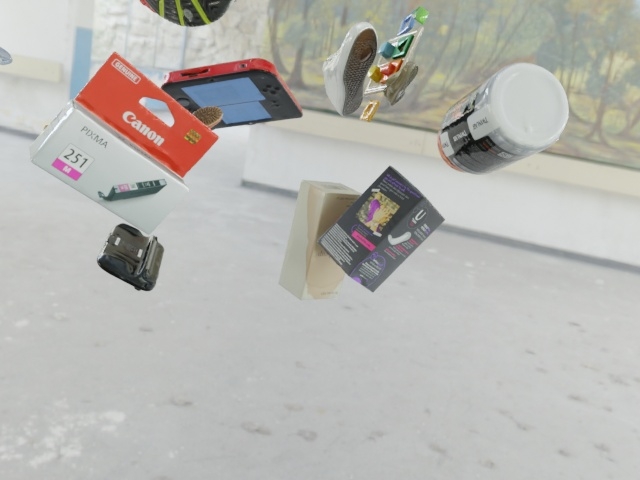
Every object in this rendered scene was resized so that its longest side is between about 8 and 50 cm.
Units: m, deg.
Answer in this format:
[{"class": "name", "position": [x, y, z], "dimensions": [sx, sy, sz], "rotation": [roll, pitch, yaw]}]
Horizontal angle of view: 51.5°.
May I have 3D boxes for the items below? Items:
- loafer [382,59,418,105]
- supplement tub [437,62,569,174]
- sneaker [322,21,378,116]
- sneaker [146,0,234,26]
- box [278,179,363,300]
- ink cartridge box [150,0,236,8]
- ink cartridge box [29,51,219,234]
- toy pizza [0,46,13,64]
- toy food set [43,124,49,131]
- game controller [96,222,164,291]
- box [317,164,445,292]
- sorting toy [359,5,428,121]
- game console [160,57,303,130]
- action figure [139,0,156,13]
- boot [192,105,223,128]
[{"class": "loafer", "position": [0.179, -0.368, 1.536], "dimensions": [0.050, 0.148, 0.056], "rotation": [42, 61, 6]}, {"class": "supplement tub", "position": [0.424, -0.279, 1.613], "dimensions": [0.207, 0.207, 0.338], "rotation": [6, -9, -13]}, {"class": "sneaker", "position": [0.052, -0.429, 1.599], "dimensions": [0.105, 0.290, 0.123], "rotation": [-30, 70, -22]}, {"class": "sneaker", "position": [-0.151, -0.469, 1.100], "dimensions": [0.384, 0.145, 0.147], "rotation": [-4, 42, 35]}, {"class": "box", "position": [0.000, 0.000, 1.832], "dimensions": [0.147, 0.311, 0.121], "rotation": [-1, 21, -38]}, {"class": "ink cartridge box", "position": [-0.325, -0.633, 1.513], "dimensions": [0.223, 0.045, 0.224], "rotation": [-19, 71, -33]}, {"class": "ink cartridge box", "position": [-0.353, -0.172, 1.246], "dimensions": [0.275, 0.239, 0.060], "rotation": [38, 10, -40]}, {"class": "toy pizza", "position": [-0.878, -0.476, 1.657], "dimensions": [0.201, 0.032, 0.201], "rotation": [23, 20, -9]}, {"class": "toy food set", "position": [-0.708, -0.280, 1.980], "dimensions": [0.232, 0.105, 0.111], "rotation": [7, 32, -26]}, {"class": "game controller", "position": [-0.524, 0.041, 1.852], "dimensions": [0.166, 0.067, 0.319], "rotation": [22, 15, -15]}, {"class": "box", "position": [0.155, -0.026, 1.686], "dimensions": [0.143, 0.270, 0.165], "rotation": [49, 7, 34]}, {"class": "sorting toy", "position": [0.184, -0.483, 1.786], "dimensions": [0.047, 0.348, 0.196], "rotation": [27, -8, -22]}, {"class": "game console", "position": [-0.283, -0.457, 2.146], "dimensions": [0.386, 0.060, 0.342], "rotation": [-4, -21, 16]}, {"class": "action figure", "position": [-0.469, -0.725, 1.984], "dimensions": [0.139, 0.091, 0.280], "rotation": [29, 16, -22]}, {"class": "boot", "position": [-0.336, -0.320, 1.867], "dimensions": [0.157, 0.059, 0.084], "rotation": [-25, -22, 10]}]
